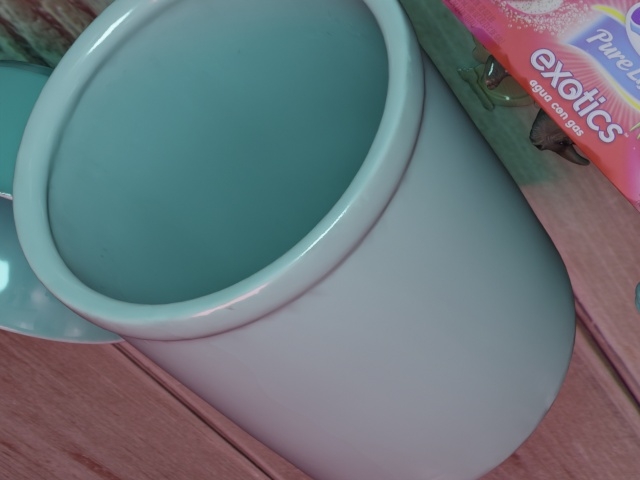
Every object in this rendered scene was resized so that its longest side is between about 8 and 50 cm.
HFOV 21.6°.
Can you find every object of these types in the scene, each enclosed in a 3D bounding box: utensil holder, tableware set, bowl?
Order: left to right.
[{"bbox_3d":[-0.266,-0.046,1.501,0.311,0.163,0.311,13,153,7],"label":"bowl"},{"bbox_3d":[0.000,0.000,1.339,0.327,0.328,0.385,-5,150,28],"label":"utensil holder"},{"bbox_3d":[0.188,-0.139,1.319,0.168,0.020,0.141,4,151,14],"label":"tableware set"}]

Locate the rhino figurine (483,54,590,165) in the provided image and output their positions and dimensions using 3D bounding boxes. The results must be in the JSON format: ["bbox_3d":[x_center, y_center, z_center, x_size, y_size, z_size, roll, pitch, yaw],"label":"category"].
[{"bbox_3d":[0.176,-0.137,1.238,0.106,0.073,0.243,-2,138,20],"label":"rhino figurine"}]

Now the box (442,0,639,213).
[{"bbox_3d":[0.195,-0.143,1.084,0.122,0.128,0.257,-35,111,30],"label":"box"}]

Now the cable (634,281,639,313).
[{"bbox_3d":[0.387,0.045,1.368,0.257,0.089,0.257,14,-161,30],"label":"cable"}]
